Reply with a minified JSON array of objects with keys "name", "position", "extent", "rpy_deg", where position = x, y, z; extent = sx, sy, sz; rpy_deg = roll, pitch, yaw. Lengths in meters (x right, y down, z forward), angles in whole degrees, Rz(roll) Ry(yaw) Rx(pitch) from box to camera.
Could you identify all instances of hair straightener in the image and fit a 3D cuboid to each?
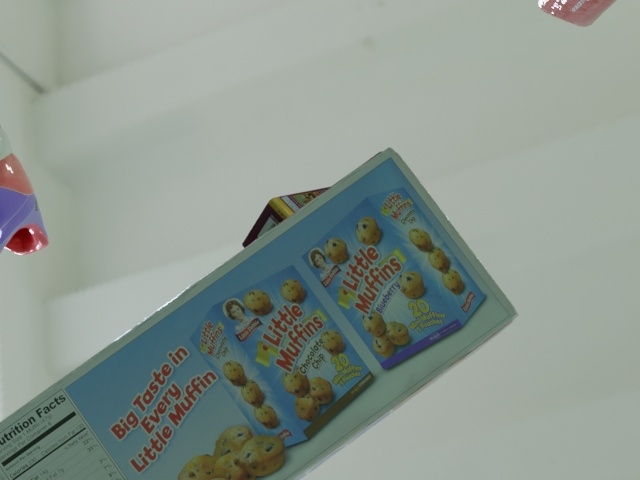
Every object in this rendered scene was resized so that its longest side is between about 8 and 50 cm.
[{"name":"hair straightener","position":[0.184,-0.202,1.003],"extent":[0.047,0.230,0.089],"rpy_deg":[22,-99,2]}]

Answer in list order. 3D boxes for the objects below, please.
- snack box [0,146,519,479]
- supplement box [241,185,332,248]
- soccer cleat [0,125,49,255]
[{"name":"snack box","position":[-0.032,0.049,0.480],"extent":[0.178,0.022,0.064],"rpy_deg":[-35,-99,-6]},{"name":"supplement box","position":[0.000,0.000,1.051],"extent":[0.055,0.083,0.043],"rpy_deg":[46,-58,23]},{"name":"soccer cleat","position":[-0.309,0.023,1.208],"extent":[0.109,0.116,0.318],"rpy_deg":[-20,-162,34]}]
